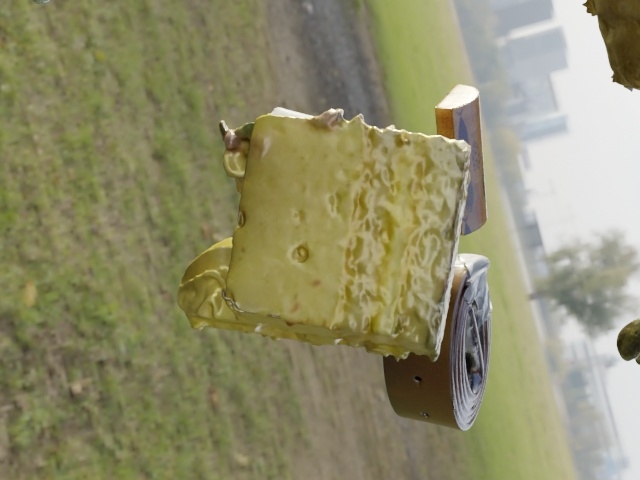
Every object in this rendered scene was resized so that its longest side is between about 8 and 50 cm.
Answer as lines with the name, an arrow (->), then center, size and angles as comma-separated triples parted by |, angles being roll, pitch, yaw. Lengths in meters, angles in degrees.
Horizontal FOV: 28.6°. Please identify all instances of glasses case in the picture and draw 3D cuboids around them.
glasses case -> 0.169, -0.092, 1.479 | 0.064, 0.041, 0.170 | -47, 138, -47

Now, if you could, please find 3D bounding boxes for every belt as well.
belt -> 0.186, 0.152, 1.916 | 0.339, 0.122, 0.217 | 75, 31, -48

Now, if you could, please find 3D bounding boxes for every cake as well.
cake -> 0.000, 0.000, 1.312 | 0.222, 0.286, 0.227 | 73, 27, -77

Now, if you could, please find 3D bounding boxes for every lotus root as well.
lotus root -> 0.361, 0.108, 1.382 | 0.099, 0.054, 0.049 | 125, -19, -71

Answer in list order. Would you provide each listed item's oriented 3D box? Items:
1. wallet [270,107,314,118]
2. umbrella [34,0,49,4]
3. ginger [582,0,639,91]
wallet -> -0.016, -0.138, 1.839 | 0.095, 0.190, 0.033 | -61, 147, -18
umbrella -> -0.372, -0.393, 1.742 | 0.062, 0.067, 0.143 | -105, -145, -56
ginger -> 0.304, -0.307, 1.054 | 0.236, 0.166, 0.375 | 9, -57, 58
